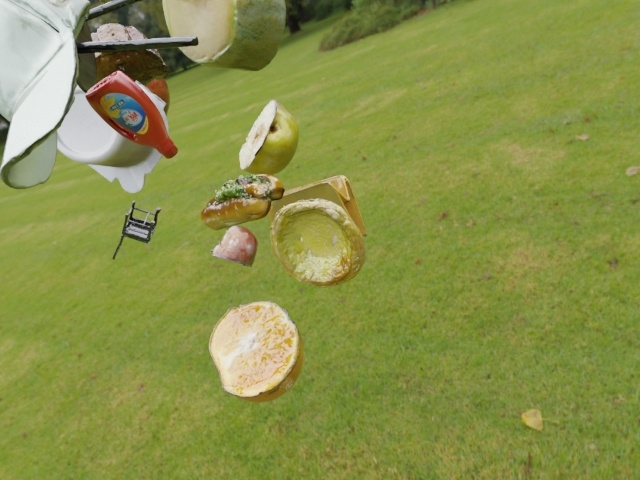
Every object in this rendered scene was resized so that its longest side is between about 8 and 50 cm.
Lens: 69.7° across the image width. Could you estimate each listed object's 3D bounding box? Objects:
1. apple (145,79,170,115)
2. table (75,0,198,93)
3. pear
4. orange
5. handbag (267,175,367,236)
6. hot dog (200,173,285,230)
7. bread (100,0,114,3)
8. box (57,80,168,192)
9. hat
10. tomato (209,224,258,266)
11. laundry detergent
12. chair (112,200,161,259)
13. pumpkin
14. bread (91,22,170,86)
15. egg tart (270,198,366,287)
[{"bbox_3d":[-0.842,-0.628,2.064,0.349,0.348,0.277,-29,62,-16],"label":"apple"},{"bbox_3d":[-0.402,-0.478,0.927,0.249,0.317,0.317,-18,28,-4],"label":"table"},{"bbox_3d":[-0.203,-0.437,2.053,0.386,0.191,0.340,18,86,65],"label":"pear"},{"bbox_3d":[-0.176,0.319,1.312,0.274,0.274,0.310,-29,7,-15],"label":"orange"},{"bbox_3d":[-0.021,-0.092,1.892,0.401,0.283,0.133,-13,16,40],"label":"handbag"},{"bbox_3d":[-0.202,-0.103,1.133,0.135,0.100,0.337,-49,23,-27],"label":"hot dog"},{"bbox_3d":[-0.681,-0.905,1.474,0.152,0.267,0.130,-12,26,-38],"label":"bread"},{"bbox_3d":[-0.534,-0.256,1.134,0.263,0.291,0.206,-4,9,2],"label":"box"},{"bbox_3d":[-0.465,-0.228,0.693,0.258,0.168,0.301,-37,51,50],"label":"hat"},{"bbox_3d":[-0.339,0.017,1.872,0.214,0.181,0.155,169,123,-79],"label":"tomato"},{"bbox_3d":[-0.319,-0.206,0.801,0.097,0.165,0.049,-19,41,24],"label":"laundry detergent"},{"bbox_3d":[-0.680,-0.020,1.694,0.113,0.229,0.106,19,32,-15],"label":"chair"},{"bbox_3d":[-0.277,-0.625,1.265,0.332,0.332,0.199,3,29,37],"label":"pumpkin"},{"bbox_3d":[-0.610,-0.549,1.412,0.232,0.135,0.247,-24,-8,9],"label":"bread"},{"bbox_3d":[0.000,0.000,1.333,0.294,0.294,0.123,-9,26,20],"label":"egg tart"}]
